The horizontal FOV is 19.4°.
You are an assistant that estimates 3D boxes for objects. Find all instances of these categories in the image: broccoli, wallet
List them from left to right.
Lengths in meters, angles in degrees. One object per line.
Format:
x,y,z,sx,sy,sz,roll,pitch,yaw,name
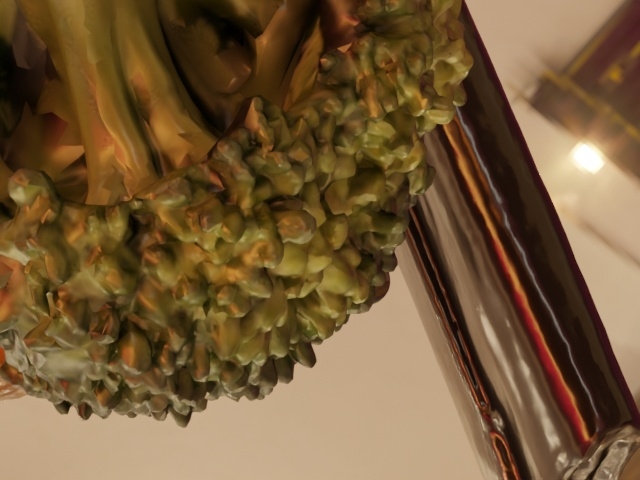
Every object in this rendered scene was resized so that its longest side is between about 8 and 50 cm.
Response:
-0.060,-0.078,0.714,0.235,0.260,0.288,-3,-146,-43,broccoli
0.074,-0.026,1.116,0.228,0.062,0.406,103,150,-64,wallet

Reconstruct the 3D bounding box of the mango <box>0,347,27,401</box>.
-0.220,0.073,1.294,0.063,0.127,0.077,-19,-80,-45,mango

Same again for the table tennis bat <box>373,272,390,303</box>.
0.000,0.000,1.702,0.155,0.019,0.100,41,-145,0,table tennis bat
